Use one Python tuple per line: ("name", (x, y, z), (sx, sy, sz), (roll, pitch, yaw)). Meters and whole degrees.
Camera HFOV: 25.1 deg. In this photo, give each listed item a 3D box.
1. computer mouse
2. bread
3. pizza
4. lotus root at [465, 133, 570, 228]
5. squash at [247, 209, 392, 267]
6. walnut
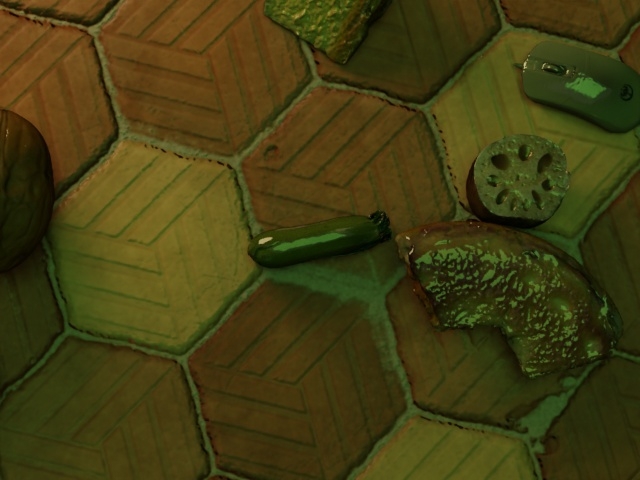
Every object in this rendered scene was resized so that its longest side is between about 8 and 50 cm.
("computer mouse", (0.334, -0.201, 1.822), (0.181, 0.056, 0.089), (19, 76, 1))
("bread", (0.013, -0.313, 1.804), (0.147, 0.127, 0.152), (28, 98, 2))
("pizza", (0.227, 0.065, 1.757), (0.305, 0.085, 0.161), (25, 94, -4))
("lotus root", (0.243, -0.072, 1.784), (0.122, 0.081, 0.112), (6, 79, -2))
("squash", (0.000, 0.000, 1.778), (0.183, 0.052, 0.052), (-10, 82, -8))
("walnut", (-0.400, -0.056, 1.709), (0.167, 0.167, 0.207), (7, 79, -2))
